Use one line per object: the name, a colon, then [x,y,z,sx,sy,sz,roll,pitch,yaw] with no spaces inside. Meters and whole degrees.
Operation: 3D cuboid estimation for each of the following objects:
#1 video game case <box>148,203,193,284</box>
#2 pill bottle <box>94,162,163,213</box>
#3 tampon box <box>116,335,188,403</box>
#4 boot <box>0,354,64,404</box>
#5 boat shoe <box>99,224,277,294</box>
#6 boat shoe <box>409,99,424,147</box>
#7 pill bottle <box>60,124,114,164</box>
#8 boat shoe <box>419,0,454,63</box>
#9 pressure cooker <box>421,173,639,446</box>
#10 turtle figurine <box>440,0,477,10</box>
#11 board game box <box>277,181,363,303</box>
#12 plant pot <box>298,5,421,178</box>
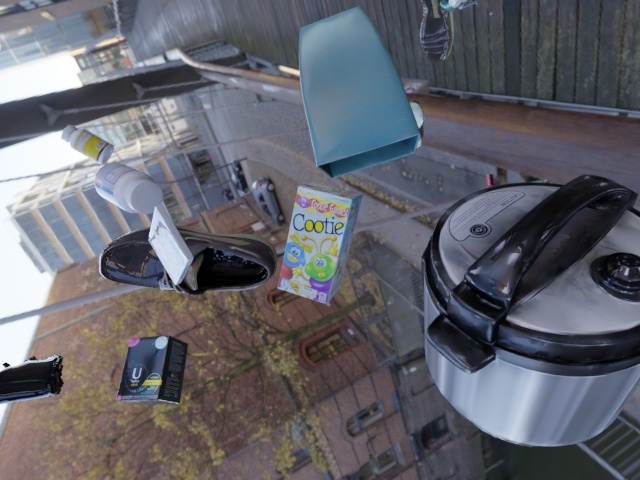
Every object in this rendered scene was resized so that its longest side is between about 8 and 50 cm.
video game case: [-0.219,0.010,0.590,0.087,0.011,0.122,58,146,6]
pill bottle: [-0.393,-0.106,0.841,0.160,0.087,0.087,23,140,39]
tampon box: [-0.437,0.342,1.075,0.101,0.121,0.160,64,-157,-60]
boot: [-0.316,0.150,0.400,0.121,0.099,0.045,-165,76,-66]
boat shoe: [-0.263,0.041,0.828,0.130,0.356,0.132,-132,41,-73]
boat shoe: [0.208,-0.264,0.906,0.049,0.043,0.137,8,156,21]
pill bottle: [-0.632,-0.262,1.107,0.117,0.065,0.065,31,172,-14]
boat shoe: [0.239,-0.450,0.803,0.068,0.072,0.189,19,151,27]
pressure cooker: [0.365,0.098,0.694,0.369,0.377,0.420,-76,-20,-44]
turtle figurine: [0.127,-0.313,0.349,0.118,0.235,0.175,10,104,55]
board game box: [0.000,0.000,1.071,0.144,0.142,0.274,-36,-40,-70]
plant pot: [0.055,-0.251,0.702,0.165,0.166,0.233,-13,-92,-80]
